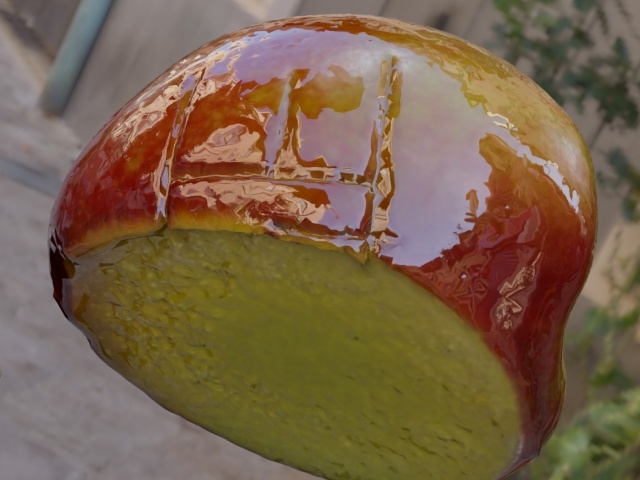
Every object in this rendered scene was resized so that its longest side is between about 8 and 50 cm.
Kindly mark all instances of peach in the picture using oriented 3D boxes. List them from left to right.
[{"bbox_3d":[0.000,0.000,0.843,0.275,0.248,0.245,11,28,-3],"label":"peach"}]
